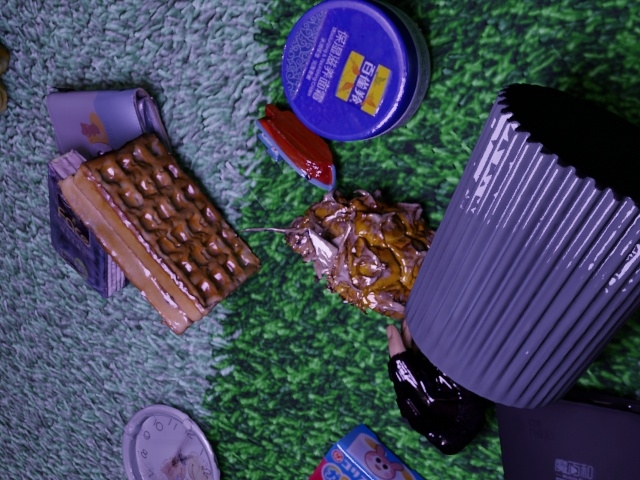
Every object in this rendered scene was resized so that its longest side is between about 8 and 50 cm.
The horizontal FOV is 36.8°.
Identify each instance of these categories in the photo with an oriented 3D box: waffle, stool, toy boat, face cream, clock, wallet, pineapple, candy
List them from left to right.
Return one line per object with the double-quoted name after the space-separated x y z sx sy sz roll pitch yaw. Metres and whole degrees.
-0.374 -0.194 1.703 0.230 0.069 0.170 5 120 32 "wallet"
-0.255 -0.020 1.558 0.091 0.213 0.308 -37 93 31 "waffle"
-0.268 0.410 1.776 0.236 0.053 0.237 7 102 32 "clock"
-0.034 -0.141 1.513 0.173 0.069 0.059 44 140 17 "toy boat"
0.031 0.465 1.583 0.157 0.100 0.306 42 117 18 "candy"
0.055 -0.251 1.410 0.205 0.111 0.206 7 104 29 "face cream"
0.076 0.011 1.417 0.334 0.158 0.161 35 113 17 "pineapple"
0.286 0.014 1.233 0.297 0.297 0.330 37 122 19 "stool"

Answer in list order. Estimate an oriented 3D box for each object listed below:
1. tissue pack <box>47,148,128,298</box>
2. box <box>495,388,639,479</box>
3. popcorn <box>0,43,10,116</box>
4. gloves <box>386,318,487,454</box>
-0.409 -0.024 1.707 0.173 0.073 0.236 44 146 19 "tissue pack"
0.374 0.346 1.325 0.290 0.073 0.289 1 102 52 "box"
-0.724 -0.333 1.769 0.274 0.279 0.336 -27 99 51 "popcorn"
0.158 0.212 1.436 0.203 0.124 0.164 44 145 -1 "gloves"
